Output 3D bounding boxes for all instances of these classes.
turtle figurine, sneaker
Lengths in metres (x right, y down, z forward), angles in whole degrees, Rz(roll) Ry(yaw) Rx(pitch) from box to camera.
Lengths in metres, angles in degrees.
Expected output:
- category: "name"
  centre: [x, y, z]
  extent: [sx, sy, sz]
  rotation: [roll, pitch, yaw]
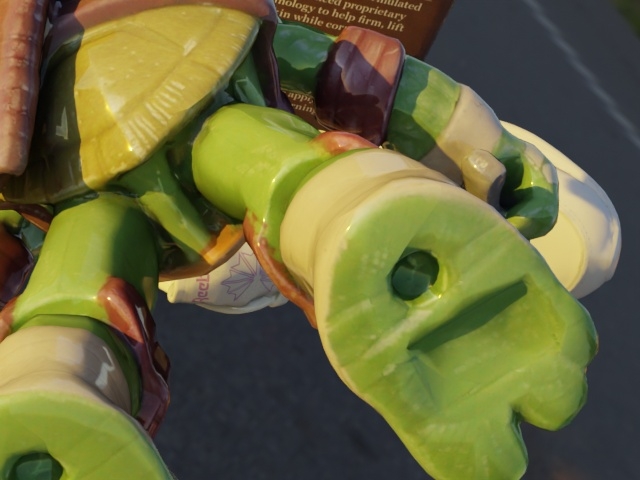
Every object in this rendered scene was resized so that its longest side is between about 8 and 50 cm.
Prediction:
- category: "turtle figurine"
  centre: [-0.021, 0.031, 0.507]
  extent: [0.198, 0.274, 0.266]
  rotation: [4, 18, -12]
- category: "sneaker"
  centre: [0.000, 0.000, 0.942]
  extent: [0.305, 0.114, 0.152]
  rotation: [10, 35, 10]

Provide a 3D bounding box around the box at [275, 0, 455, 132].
- category: "box"
  centre: [-0.012, -0.190, 1.022]
  extent: [0.168, 0.203, 0.167]
  rotation: [12, 47, -15]
